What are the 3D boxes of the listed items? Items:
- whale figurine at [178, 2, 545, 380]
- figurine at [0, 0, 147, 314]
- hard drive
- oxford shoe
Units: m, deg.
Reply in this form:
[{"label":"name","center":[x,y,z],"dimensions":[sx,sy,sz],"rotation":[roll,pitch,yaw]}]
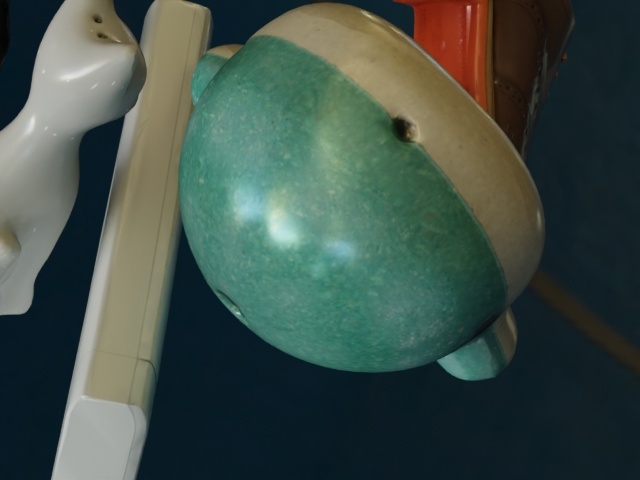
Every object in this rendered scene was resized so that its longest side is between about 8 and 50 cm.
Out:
[{"label":"whale figurine","center":[0.000,0.000,0.971],"dimensions":[0.141,0.272,0.216],"rotation":[-42,-94,-18]},{"label":"figurine","center":[-0.179,-0.091,1.102],"dimensions":[0.092,0.209,0.215],"rotation":[11,-144,-40]},{"label":"hard drive","center":[-0.121,0.047,1.199],"dimensions":[0.047,0.233,0.353],"rotation":[11,-139,-7]},{"label":"oxford shoe","center":[0.101,-0.084,1.096],"dimensions":[0.098,0.271,0.097],"rotation":[-9,-164,-28]}]
